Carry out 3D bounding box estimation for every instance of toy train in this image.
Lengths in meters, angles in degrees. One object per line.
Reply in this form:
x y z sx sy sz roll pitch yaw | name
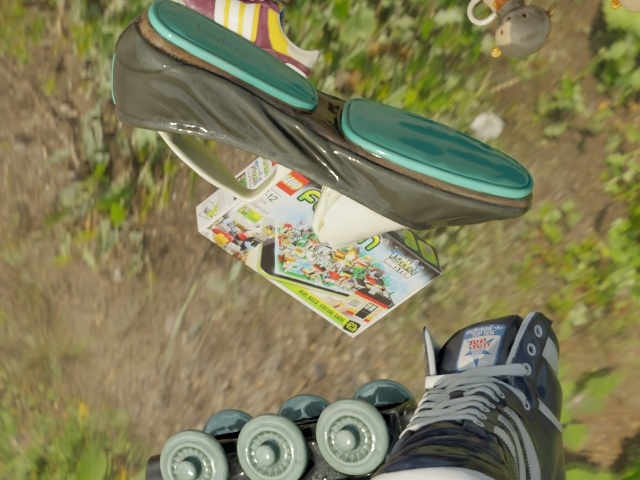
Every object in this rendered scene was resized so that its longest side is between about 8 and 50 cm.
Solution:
-0.018 0.258 1.809 0.334 0.142 0.190 -13 93 22 | toy train

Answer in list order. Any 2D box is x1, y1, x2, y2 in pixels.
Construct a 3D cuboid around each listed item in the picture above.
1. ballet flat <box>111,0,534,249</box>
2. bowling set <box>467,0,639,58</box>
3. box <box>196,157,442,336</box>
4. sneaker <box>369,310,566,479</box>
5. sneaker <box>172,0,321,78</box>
-0.005 -0.059 1.140 0.280 0.095 0.096 25 117 -3 | ballet flat
0.205 -0.265 1.365 0.287 0.200 0.154 -33 60 20 | bowling set
0.000 0.000 1.606 0.114 0.036 0.207 -37 128 24 | box
0.092 0.114 1.129 0.099 0.282 0.153 -7 76 20 | sneaker
-0.082 -0.222 1.784 0.084 0.069 0.185 -43 86 0 | sneaker
